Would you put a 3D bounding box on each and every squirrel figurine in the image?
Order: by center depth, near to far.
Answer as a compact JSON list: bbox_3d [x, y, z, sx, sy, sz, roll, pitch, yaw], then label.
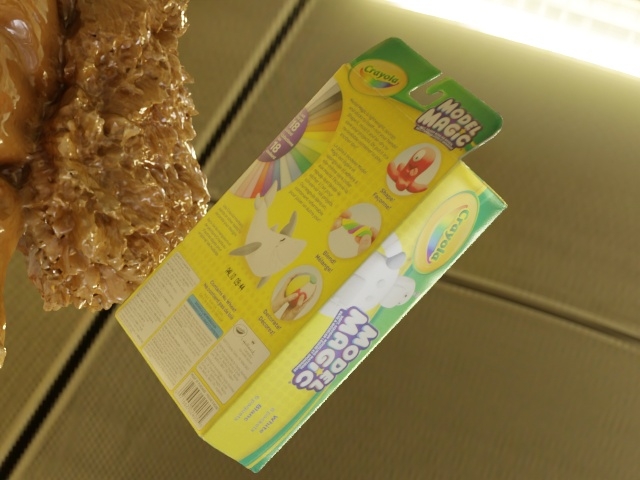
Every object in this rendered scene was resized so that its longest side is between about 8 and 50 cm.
[{"bbox_3d":[-0.251,-0.044,1.216,0.397,0.281,0.370,-1,-116,-25],"label":"squirrel figurine"}]

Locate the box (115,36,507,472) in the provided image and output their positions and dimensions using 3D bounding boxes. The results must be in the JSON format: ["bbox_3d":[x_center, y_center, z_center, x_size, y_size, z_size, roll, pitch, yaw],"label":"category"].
[{"bbox_3d":[0.000,0.000,0.709,0.043,0.179,0.105,38,-174,-40],"label":"box"}]
